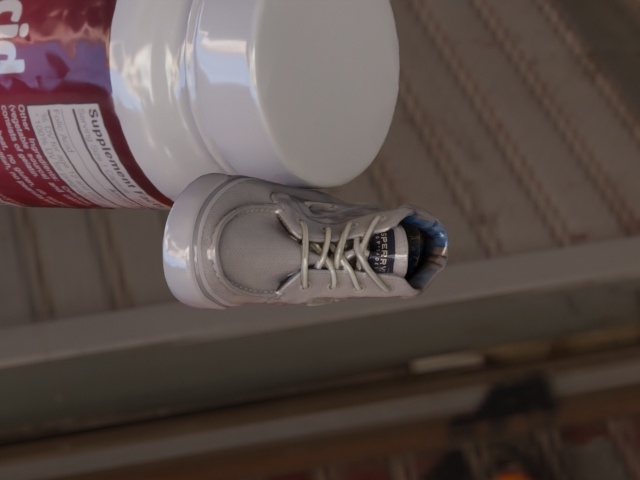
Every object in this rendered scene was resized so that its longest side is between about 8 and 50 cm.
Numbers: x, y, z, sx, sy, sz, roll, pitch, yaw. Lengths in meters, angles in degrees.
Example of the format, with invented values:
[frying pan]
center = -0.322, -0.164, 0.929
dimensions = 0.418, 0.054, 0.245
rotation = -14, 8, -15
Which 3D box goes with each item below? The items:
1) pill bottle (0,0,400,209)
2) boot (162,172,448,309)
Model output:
[pill bottle]
center = -0.151, -0.135, 1.547
dimensions = 0.392, 0.224, 0.224
rotation = 1, 103, 35
[boot]
center = 0.000, 0.000, 1.355
dimensions = 0.258, 0.123, 0.095
rotation = -11, -78, -65
